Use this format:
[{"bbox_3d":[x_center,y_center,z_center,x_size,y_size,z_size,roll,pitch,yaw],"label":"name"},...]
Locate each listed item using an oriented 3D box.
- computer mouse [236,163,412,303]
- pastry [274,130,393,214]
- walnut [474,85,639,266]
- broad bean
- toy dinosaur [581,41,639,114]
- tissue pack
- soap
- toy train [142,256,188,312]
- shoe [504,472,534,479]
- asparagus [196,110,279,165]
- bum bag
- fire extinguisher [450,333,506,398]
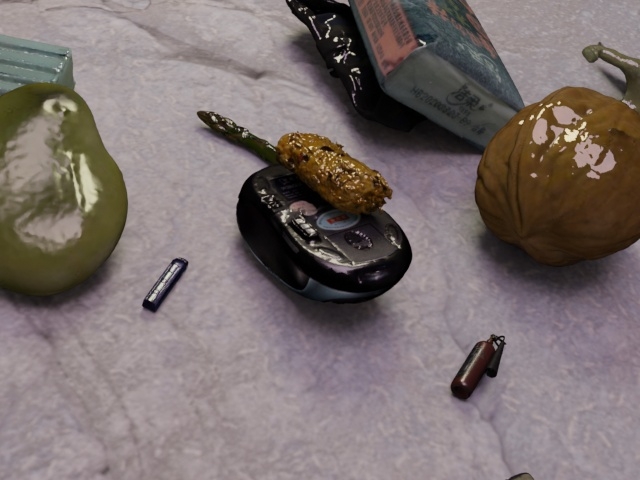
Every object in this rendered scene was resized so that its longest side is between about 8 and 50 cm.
[{"bbox_3d":[0.000,0.000,0.963,0.137,0.096,0.233,-10,38,-33],"label":"computer mouse"},{"bbox_3d":[0.011,-0.075,0.946,0.080,0.056,0.140,-1,27,-36],"label":"pastry"},{"bbox_3d":[0.298,-0.071,1.032,0.228,0.228,0.228,7,45,-7],"label":"walnut"},{"bbox_3d":[-0.309,-0.060,0.934,0.189,0.121,0.263,-5,50,-16],"label":"broad bean"},{"bbox_3d":[0.508,-0.210,1.307,0.162,0.077,0.294,-21,69,-35],"label":"toy dinosaur"},{"bbox_3d":[0.153,-0.290,1.219,0.228,0.103,0.315,23,36,-33],"label":"tissue pack"},{"bbox_3d":[-0.425,-0.212,1.092,0.199,0.063,0.114,12,47,-1],"label":"soap"},{"bbox_3d":[-0.168,0.043,0.936,0.017,0.017,0.083,22,45,7],"label":"toy train"},{"bbox_3d":[0.132,0.274,0.746,0.194,0.074,0.077,-18,58,-30],"label":"shoe"},{"bbox_3d":[-0.066,-0.109,1.102,0.236,0.027,0.034,35,38,20],"label":"asparagus"},{"bbox_3d":[0.058,-0.262,1.248,0.137,0.074,0.310,-4,52,-38],"label":"bum bag"},{"bbox_3d":[0.177,0.126,0.916,0.032,0.046,0.100,38,50,6],"label":"fire extinguisher"}]
